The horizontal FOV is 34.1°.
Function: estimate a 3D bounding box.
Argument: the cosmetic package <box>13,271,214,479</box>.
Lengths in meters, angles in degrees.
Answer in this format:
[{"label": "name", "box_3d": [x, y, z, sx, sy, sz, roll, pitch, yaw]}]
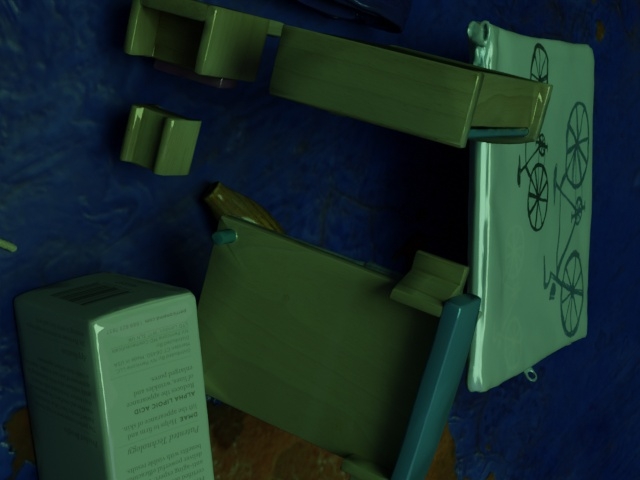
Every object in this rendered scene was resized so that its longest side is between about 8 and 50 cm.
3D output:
[{"label": "cosmetic package", "box_3d": [-0.137, 0.147, 0.719, 0.085, 0.117, 0.231, -15, 106, -38]}]

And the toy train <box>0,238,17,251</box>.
[{"label": "toy train", "box_3d": [-0.235, -0.058, 0.588, 0.248, 0.143, 0.105, 41, 69, -37]}]

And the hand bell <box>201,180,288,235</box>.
[{"label": "hand bell", "box_3d": [-0.007, 0.041, 0.851, 0.242, 0.126, 0.126, 44, 66, -23]}]

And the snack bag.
[{"label": "snack bag", "box_3d": [0.198, -0.031, 0.986, 0.342, 0.037, 0.323, -11, 103, -60]}]

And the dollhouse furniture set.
[{"label": "dollhouse furniture set", "box_3d": [0.000, 0.000, 0.779, 0.198, 0.286, 0.303, -11, 117, -64]}]

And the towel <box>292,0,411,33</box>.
[{"label": "towel", "box_3d": [0.007, -0.340, 0.828, 0.227, 0.076, 0.308, 15, 84, -49]}]
